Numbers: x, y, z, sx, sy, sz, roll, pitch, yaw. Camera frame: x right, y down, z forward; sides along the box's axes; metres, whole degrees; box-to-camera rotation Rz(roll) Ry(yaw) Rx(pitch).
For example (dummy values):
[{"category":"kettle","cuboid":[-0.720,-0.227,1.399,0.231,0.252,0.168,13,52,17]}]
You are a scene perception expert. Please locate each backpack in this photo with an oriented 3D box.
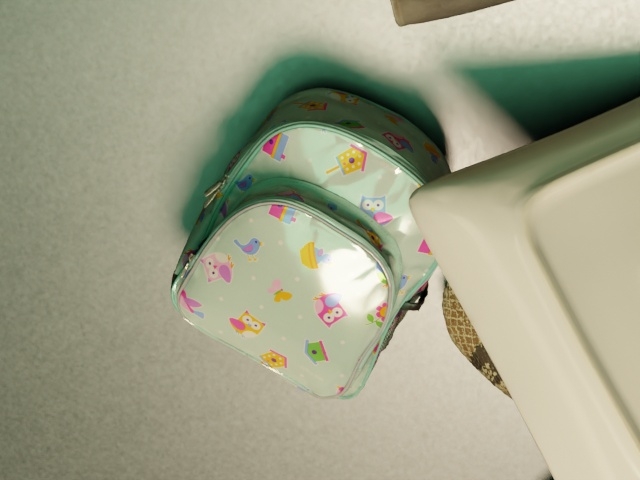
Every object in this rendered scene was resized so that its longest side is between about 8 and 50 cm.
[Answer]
[{"category":"backpack","cuboid":[0.000,0.000,0.966,0.166,0.144,0.188,30,110,0]}]

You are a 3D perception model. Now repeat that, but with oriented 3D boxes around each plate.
[{"category":"plate","cuboid":[0.233,0.036,0.865,0.277,0.045,0.278,-23,78,-21]}]

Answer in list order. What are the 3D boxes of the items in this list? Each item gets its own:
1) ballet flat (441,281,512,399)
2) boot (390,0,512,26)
[{"category":"ballet flat","cuboid":[0.312,0.127,0.955,0.482,0.182,0.164,21,114,-1]},{"category":"boot","cuboid":[0.133,-0.206,0.871,0.208,0.076,0.190,0,147,10]}]
